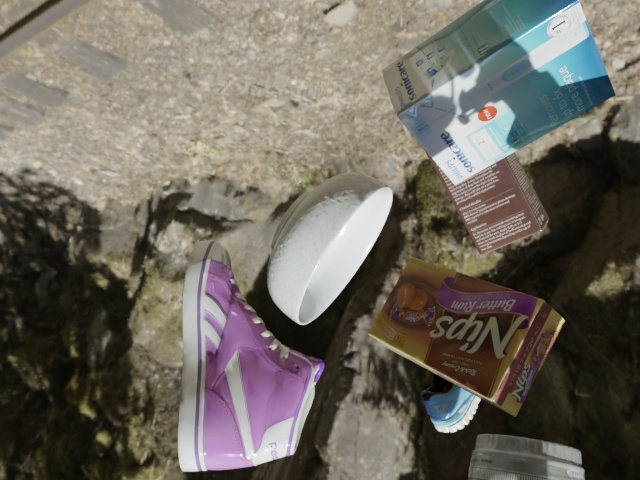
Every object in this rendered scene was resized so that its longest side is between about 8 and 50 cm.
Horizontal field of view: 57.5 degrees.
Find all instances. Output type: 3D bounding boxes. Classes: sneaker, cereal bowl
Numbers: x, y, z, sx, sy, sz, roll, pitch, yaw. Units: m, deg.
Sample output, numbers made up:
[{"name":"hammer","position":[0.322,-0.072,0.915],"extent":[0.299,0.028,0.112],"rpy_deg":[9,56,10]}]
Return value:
[{"name":"sneaker","position":[0.187,0.165,0.749],"extent":[0.073,0.162,0.063],"rpy_deg":[51,151,-13]},{"name":"sneaker","position":[-0.080,0.121,0.690],"extent":[0.160,0.282,0.102],"rpy_deg":[-6,149,-2]},{"name":"cereal bowl","position":[0.000,0.000,1.202],"extent":[0.141,0.339,0.339],"rpy_deg":[33,168,16]}]

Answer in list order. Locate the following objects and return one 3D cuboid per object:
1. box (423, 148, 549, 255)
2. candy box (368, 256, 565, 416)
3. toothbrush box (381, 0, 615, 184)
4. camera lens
[{"name":"box","position":[0.456,-0.173,1.628],"extent":[0.191,0.382,0.143],"rpy_deg":[-26,-176,34]},{"name":"candy box","position":[0.147,0.094,0.624],"extent":[0.053,0.109,0.186],"rpy_deg":[36,171,-34]},{"name":"toothbrush box","position":[0.284,-0.256,0.946],"extent":[0.295,0.126,0.216],"rpy_deg":[-28,138,23]},{"name":"camera lens","position":[0.392,0.532,1.121],"extent":[0.219,0.275,0.219],"rpy_deg":[10,159,4]}]
